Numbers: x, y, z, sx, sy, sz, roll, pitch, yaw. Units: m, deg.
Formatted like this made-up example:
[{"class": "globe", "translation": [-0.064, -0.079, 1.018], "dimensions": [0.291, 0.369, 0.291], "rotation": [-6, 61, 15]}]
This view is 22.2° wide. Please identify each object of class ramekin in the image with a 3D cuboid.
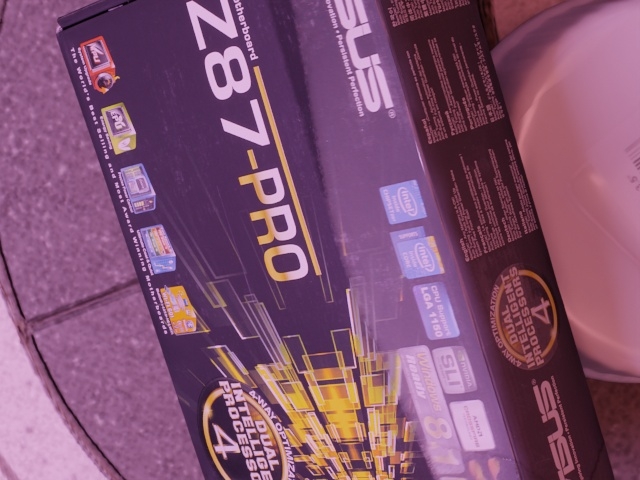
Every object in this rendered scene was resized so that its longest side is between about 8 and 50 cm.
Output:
[{"class": "ramekin", "translation": [0.225, -0.036, 1.082], "dimensions": [0.277, 0.135, 0.277], "rotation": [0, 92, -5]}]

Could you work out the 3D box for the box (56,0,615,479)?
[{"class": "box", "translation": [0.000, 0.000, 1.071], "dimensions": [0.318, 0.097, 0.394], "rotation": [-10, 99, 47]}]
